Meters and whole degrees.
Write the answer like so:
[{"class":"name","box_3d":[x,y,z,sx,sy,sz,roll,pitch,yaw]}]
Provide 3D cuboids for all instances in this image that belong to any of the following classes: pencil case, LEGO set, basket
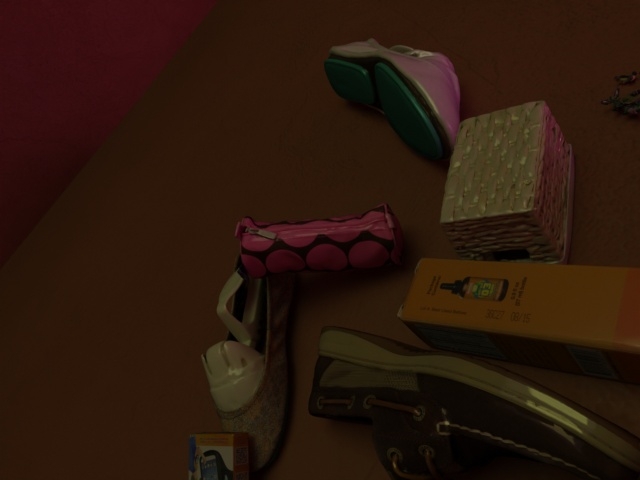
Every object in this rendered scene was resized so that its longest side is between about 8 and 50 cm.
[{"class":"pencil case","box_3d":[0.000,0.000,0.681,0.210,0.098,0.095,-7,53,8]},{"class":"LEGO set","box_3d":[0.358,-0.165,0.612,0.054,0.023,0.083,11,52,46]},{"class":"basket","box_3d":[0.206,-0.058,0.588,0.113,0.103,0.167,-8,51,39]}]

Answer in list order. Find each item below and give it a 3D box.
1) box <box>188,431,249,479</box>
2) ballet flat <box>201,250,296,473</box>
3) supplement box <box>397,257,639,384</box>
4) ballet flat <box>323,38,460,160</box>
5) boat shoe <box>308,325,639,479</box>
[{"class":"box","box_3d":[-0.117,0.291,0.608,0.081,0.028,0.136,-16,68,37]},{"class":"ballet flat","box_3d":[-0.102,0.137,0.706,0.108,0.106,0.315,-25,42,26]},{"class":"supplement box","box_3d":[0.195,0.070,0.506,0.234,0.080,0.078,3,58,44]},{"class":"ballet flat","box_3d":[0.131,-0.251,0.834,0.139,0.139,0.400,-43,36,5]},{"class":"boat shoe","box_3d":[0.103,0.167,0.481,0.342,0.123,0.123,5,69,50]}]
